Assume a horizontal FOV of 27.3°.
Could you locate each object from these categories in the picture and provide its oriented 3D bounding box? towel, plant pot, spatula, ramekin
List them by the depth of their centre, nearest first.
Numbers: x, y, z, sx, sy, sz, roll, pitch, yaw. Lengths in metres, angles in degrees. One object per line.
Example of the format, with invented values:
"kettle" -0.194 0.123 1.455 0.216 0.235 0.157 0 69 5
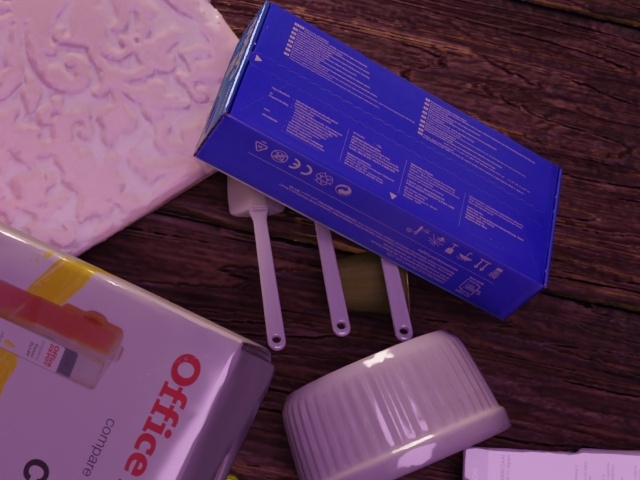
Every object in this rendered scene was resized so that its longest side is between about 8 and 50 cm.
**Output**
"ramekin" 0.062 0.164 1.227 0.207 0.207 0.109 -22 80 -12
"spatula" 0.000 0.000 1.279 0.168 0.019 0.242 -4 57 -8
"towel" -0.246 -0.167 1.296 0.317 0.053 0.332 -34 89 -12
"plant pot" 0.047 0.042 1.309 0.079 0.083 0.083 -5 83 3

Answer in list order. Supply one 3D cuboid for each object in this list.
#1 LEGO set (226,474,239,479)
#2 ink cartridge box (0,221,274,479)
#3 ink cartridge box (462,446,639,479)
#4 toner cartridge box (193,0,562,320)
"LEGO set" -0.115 0.258 1.244 0.093 0.087 0.227 -23 93 -9
"ink cartridge box" -0.272 0.137 1.130 0.385 0.160 0.279 24 85 10
"ink cartridge box" 0.252 0.344 1.307 0.239 0.060 0.275 3 82 -1
"toner cartridge box" 0.064 -0.075 1.266 0.348 0.075 0.165 28 47 -13
